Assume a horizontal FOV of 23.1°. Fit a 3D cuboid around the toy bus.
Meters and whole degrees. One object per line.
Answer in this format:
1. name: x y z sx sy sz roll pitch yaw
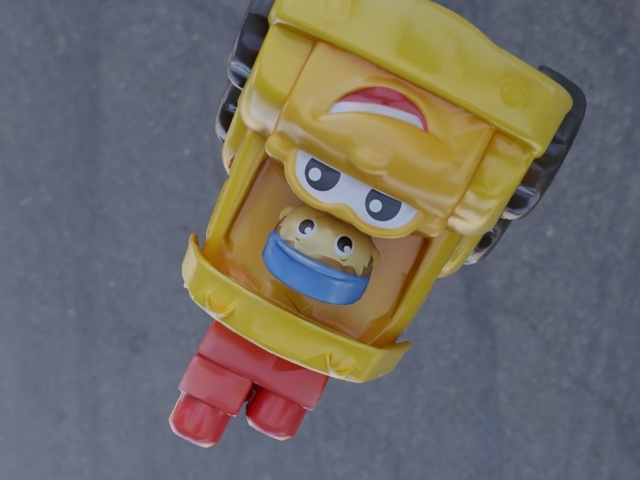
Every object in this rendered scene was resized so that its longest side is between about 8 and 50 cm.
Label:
1. toy bus: 0.000 0.000 0.700 0.149 0.211 0.220 28 172 0
